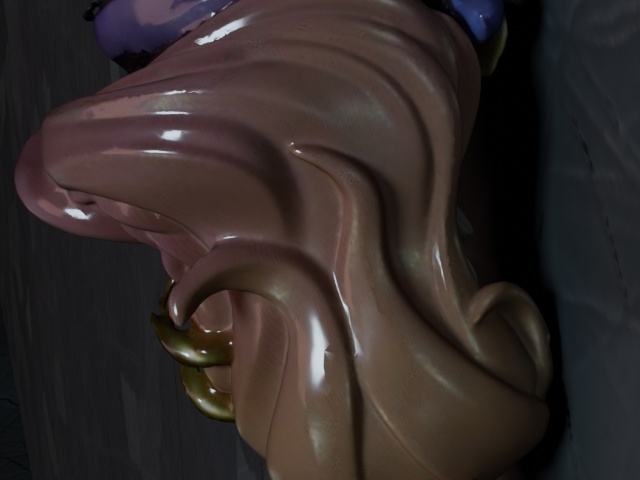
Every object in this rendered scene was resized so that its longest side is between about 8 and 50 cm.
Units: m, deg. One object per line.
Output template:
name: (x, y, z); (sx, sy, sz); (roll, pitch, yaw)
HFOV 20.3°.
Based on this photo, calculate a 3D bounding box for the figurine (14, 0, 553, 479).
figurine: (-0.006, -0.004, 0.415); (0.114, 0.126, 0.157); (19, -122, -57)
